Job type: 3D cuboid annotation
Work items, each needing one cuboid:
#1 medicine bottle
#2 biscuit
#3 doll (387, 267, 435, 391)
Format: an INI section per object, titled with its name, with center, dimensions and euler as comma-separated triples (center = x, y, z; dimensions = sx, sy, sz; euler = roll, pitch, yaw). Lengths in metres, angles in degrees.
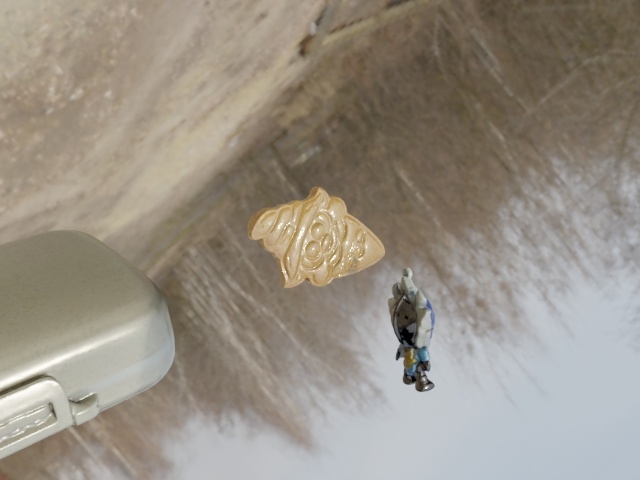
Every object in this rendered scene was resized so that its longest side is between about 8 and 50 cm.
[medicine bottle]
center = -0.345, 0.113, 0.940
dimensions = 0.375, 0.122, 0.282
euler = -22, -146, -31
[biscuit]
center = 0.000, 0.000, 1.522
dimensions = 0.035, 0.250, 0.162
euler = 20, -81, 56
[doll]
center = 0.141, 0.136, 1.503
dimensions = 0.070, 0.195, 0.096
euler = -16, -162, -30
